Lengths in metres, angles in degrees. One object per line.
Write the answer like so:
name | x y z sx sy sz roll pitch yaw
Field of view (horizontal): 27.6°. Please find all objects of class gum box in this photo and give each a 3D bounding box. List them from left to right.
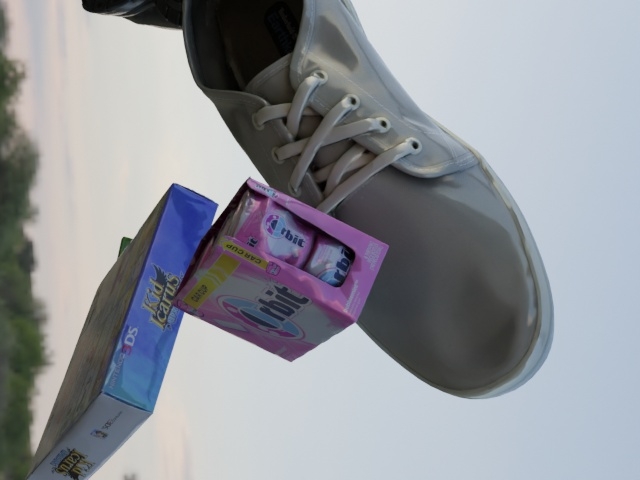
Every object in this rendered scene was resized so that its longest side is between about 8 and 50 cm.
gum box | -0.033 0.025 0.940 0.062 0.107 0.188 -66 -171 -20

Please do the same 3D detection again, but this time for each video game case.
video game case | -0.210 0.109 1.384 0.244 0.061 0.269 -48 -158 49

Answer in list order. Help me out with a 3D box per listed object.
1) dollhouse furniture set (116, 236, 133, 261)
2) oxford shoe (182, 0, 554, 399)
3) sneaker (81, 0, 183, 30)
dollhouse furniture set | -0.270 0.037 1.884 0.152 0.059 0.076 143 -41 -72
oxford shoe | 0.018 -0.068 1.017 0.449 0.169 0.130 59 20 21
sneaker | -0.137 -0.274 1.419 0.286 0.130 0.109 19 -86 45
